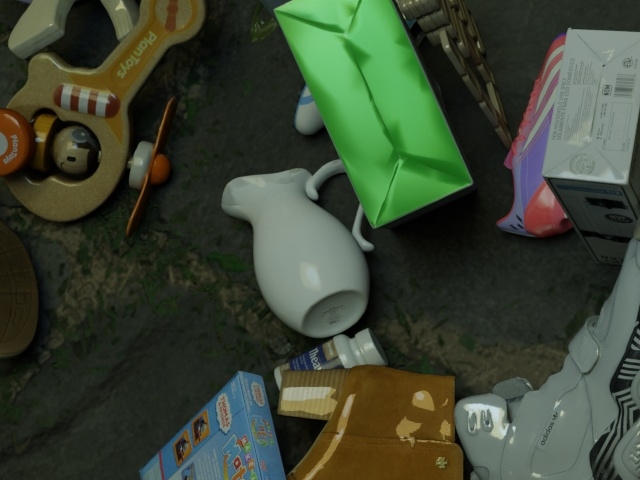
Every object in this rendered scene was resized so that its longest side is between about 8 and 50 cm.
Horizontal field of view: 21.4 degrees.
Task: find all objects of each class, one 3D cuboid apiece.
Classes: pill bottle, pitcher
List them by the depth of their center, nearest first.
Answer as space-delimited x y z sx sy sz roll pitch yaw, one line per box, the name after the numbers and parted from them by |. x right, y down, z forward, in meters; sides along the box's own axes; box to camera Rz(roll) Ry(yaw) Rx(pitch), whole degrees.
0.013 0.148 1.926 0.120 0.067 0.067 -28 65 8 | pill bottle
0.000 0.000 1.965 0.178 0.125 0.207 -23 53 -7 | pitcher

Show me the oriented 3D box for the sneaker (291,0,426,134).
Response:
0.060 -0.210 2.032 0.237 0.085 0.086 -45 69 3 | sneaker

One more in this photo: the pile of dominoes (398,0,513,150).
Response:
0.144 -0.231 1.918 0.040 0.251 0.196 -21 57 14 | pile of dominoes

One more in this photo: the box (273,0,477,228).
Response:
0.070 -0.154 1.879 0.127 0.231 0.262 -25 89 6 | box

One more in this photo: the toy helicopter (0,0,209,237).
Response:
-0.249 -0.167 2.080 0.235 0.140 0.355 41 105 2 | toy helicopter

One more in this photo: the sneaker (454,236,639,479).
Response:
0.260 0.145 1.758 0.210 0.137 0.365 13 101 25 | sneaker

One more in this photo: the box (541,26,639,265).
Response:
0.317 -0.089 1.783 0.087 0.290 0.169 5 75 22 | box

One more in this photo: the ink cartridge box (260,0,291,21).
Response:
-0.034 -0.444 2.129 0.197 0.114 0.273 -28 65 9 | ink cartridge box

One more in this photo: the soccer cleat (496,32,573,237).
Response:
0.255 -0.123 1.936 0.095 0.083 0.248 -1 73 23 | soccer cleat

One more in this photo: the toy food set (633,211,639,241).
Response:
0.473 -0.004 1.711 0.306 0.092 0.219 30 51 -4 | toy food set

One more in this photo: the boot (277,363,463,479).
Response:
0.050 0.284 1.852 0.211 0.104 0.295 6 88 4 | boot

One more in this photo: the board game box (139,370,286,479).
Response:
-0.121 0.269 1.871 0.211 0.039 0.160 -46 43 35 | board game box

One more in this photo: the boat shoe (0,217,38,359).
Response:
-0.451 0.020 2.120 0.110 0.122 0.341 -52 53 38 | boat shoe

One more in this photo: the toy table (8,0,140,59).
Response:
-0.286 -0.348 2.124 0.274 0.252 0.161 -37 46 25 | toy table
